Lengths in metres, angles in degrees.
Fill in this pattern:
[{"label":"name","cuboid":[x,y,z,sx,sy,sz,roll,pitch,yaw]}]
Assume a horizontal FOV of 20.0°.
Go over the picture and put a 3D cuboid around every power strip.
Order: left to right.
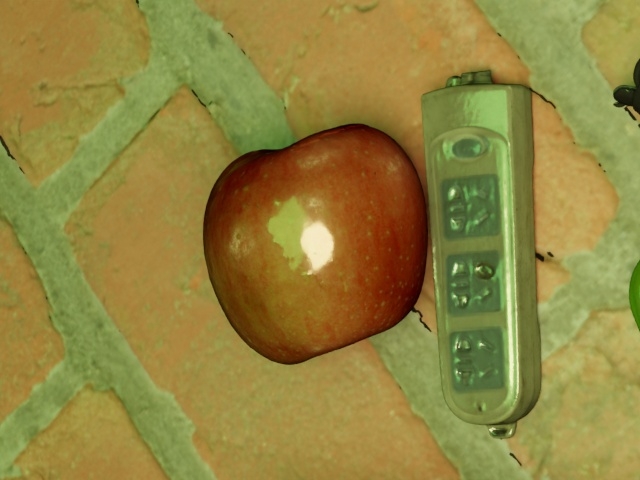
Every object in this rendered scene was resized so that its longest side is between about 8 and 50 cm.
[{"label":"power strip","cuboid":[0.125,0.011,1.402,0.080,0.048,0.285,-4,87,33]}]

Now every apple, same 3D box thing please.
[{"label":"apple","cuboid":[0.000,0.000,1.406,0.181,0.181,0.168,-21,87,30]}]

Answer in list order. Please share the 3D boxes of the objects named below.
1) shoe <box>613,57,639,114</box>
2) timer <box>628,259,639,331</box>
[{"label":"shoe","cuboid":[0.258,-0.102,1.312,0.099,0.071,0.169,12,90,35]},{"label":"timer","cuboid":[0.295,0.047,1.292,0.140,0.047,0.128,-27,75,28]}]
